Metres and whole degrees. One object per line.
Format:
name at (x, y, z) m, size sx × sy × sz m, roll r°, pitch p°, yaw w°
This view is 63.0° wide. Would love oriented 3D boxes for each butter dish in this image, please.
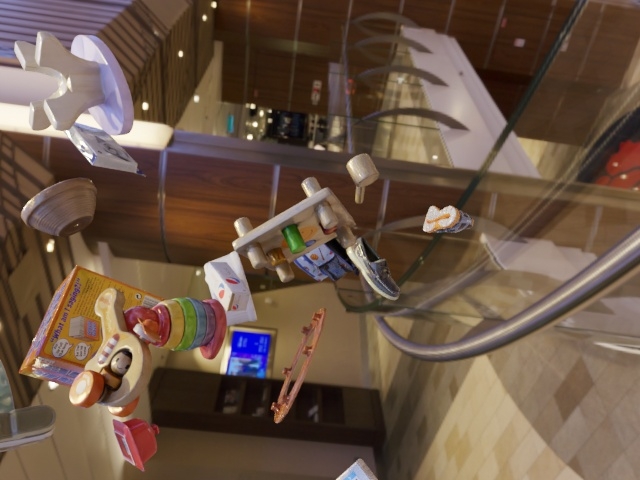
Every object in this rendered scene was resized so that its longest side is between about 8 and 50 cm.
butter dish at (-0.575, 0.630, 1.673) m, size 0.160 × 0.118 × 0.160 m, roll -9°, pitch 101°, yaw 51°

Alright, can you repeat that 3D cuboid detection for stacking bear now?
stacking bear at (-0.428, 0.242, 1.482) m, size 0.164 × 0.289 × 0.175 m, roll -54°, pitch 52°, yaw 26°

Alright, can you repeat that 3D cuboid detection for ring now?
ring at (-0.065, 0.339, 1.456) m, size 0.336 × 0.032 × 0.336 m, roll -156°, pitch 90°, yaw -86°

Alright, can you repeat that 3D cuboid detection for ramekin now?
ramekin at (-0.342, 0.189, 1.967) m, size 0.277 × 0.135 × 0.277 m, roll 163°, pitch 90°, yaw -78°

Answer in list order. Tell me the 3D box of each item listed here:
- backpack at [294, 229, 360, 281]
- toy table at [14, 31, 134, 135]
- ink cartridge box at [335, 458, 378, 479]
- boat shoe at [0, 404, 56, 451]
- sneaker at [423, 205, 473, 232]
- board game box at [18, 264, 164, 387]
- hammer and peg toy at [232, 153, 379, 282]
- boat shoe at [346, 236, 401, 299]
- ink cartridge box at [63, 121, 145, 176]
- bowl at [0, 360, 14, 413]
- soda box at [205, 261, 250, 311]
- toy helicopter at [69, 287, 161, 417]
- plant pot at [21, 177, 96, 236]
backpack at (0.000, 0.000, 1.922) m, size 0.263 × 0.213 × 0.276 m, roll 46°, pitch -160°, yaw -34°
toy table at (-0.554, -0.348, 1.170) m, size 0.274 × 0.161 × 0.252 m, roll 46°, pitch 132°, yaw 26°
ink cartridge box at (0.124, 1.019, 1.950) m, size 0.296 × 0.261 × 0.066 m, roll -45°, pitch -19°, yaw 8°
boat shoe at (-0.848, 0.500, 1.337) m, size 0.103 × 0.302 × 0.113 m, roll -64°, pitch 35°, yaw 33°
sneaker at (0.380, -0.056, 1.581) m, size 0.215 × 0.083 × 0.084 m, roll -166°, pitch 91°, yaw -75°
board game box at (-0.886, 0.369, 2.038) m, size 0.356 × 0.356 × 0.356 m, roll -30°, pitch 41°, yaw 46°
hammer and peg toy at (-0.004, -0.040, 1.248) m, size 0.127 × 0.361 × 0.266 m, roll 63°, pitch -173°, yaw 20°
boat shoe at (0.170, 0.083, 1.603) m, size 0.080 × 0.223 × 0.073 m, roll -12°, pitch -35°, yaw -50°
ink cartridge box at (-0.726, -0.314, 1.780) m, size 0.045 × 0.223 × 0.224 m, roll -54°, pitch -24°, yaw 15°
bowl at (-1.107, 0.521, 1.668) m, size 0.311 × 0.163 × 0.311 m, roll 47°, pitch 146°, yaw 48°
soda box at (-0.311, 0.150, 1.734) m, size 0.216 × 0.069 × 0.074 m, roll 40°, pitch 120°, yaw 49°
toy helicopter at (-0.497, 0.241, 1.303) m, size 0.140 × 0.235 × 0.355 m, roll 41°, pitch -168°, yaw -47°
plant pot at (-0.813, -0.088, 1.676) m, size 0.109 × 0.237 × 0.237 m, roll 54°, pitch 172°, yaw 4°
